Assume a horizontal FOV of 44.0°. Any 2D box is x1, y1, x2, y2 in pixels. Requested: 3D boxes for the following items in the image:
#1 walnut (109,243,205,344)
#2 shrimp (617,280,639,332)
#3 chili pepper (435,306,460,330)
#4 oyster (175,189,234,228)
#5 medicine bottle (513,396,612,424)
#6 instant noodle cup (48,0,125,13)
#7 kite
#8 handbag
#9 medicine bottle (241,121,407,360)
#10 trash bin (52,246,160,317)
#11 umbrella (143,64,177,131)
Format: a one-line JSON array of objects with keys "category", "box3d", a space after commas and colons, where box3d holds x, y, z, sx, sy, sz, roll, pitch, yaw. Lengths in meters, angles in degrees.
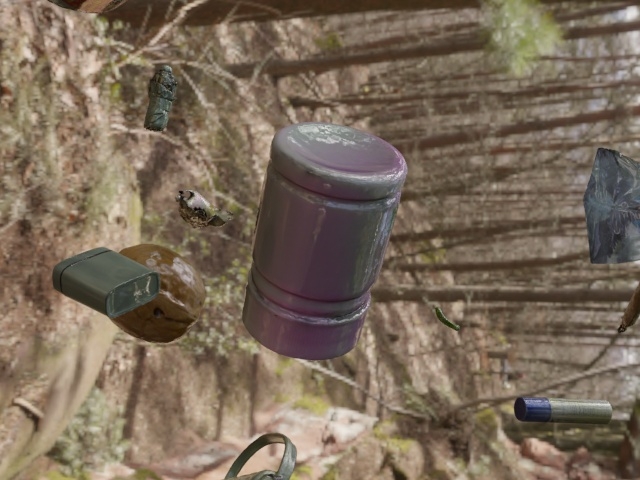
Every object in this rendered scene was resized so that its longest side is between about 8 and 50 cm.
[{"category": "walnut", "box3d": [-0.345, 0.112, 1.651, 0.222, 0.195, 0.195, 38, 47, -25]}, {"category": "shrimp", "box3d": [0.664, 0.042, 1.517, 0.287, 0.068, 0.185, -57, 158, -15]}, {"category": "chili pepper", "box3d": [0.273, 0.174, 1.708, 0.083, 0.017, 0.030, 39, 26, -31]}, {"category": "oyster", "box3d": [-0.254, -0.055, 1.656, 0.072, 0.133, 0.209, -66, -155, 6]}, {"category": "medicine bottle", "box3d": [0.566, 0.397, 1.848, 0.059, 0.231, 0.059, -174, -90, -74]}, {"category": "instant noodle cup", "box3d": [-0.302, -0.446, 1.089, 0.264, 0.200, 0.264, 14, 67, -35]}, {"category": "kite", "box3d": [0.521, -0.044, 1.173, 0.015, 0.310, 0.169, 162, -70, -70]}, {"category": "handbag", "box3d": [-0.102, 0.344, 1.006, 0.219, 0.079, 0.256, -59, -169, -29]}, {"category": "medicine bottle", "box3d": [0.000, 0.000, 1.247, 0.212, 0.212, 0.325, -52, 157, -59]}, {"category": "trash bin", "box3d": [-0.344, 0.065, 1.277, 0.116, 0.130, 0.059, -28, 130, -48]}, {"category": "umbrella", "box3d": [-0.329, -0.294, 1.635, 0.067, 0.062, 0.143, 141, -42, -76]}]
